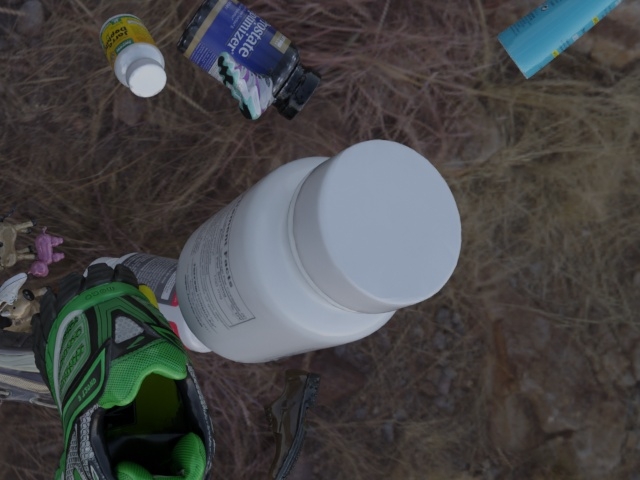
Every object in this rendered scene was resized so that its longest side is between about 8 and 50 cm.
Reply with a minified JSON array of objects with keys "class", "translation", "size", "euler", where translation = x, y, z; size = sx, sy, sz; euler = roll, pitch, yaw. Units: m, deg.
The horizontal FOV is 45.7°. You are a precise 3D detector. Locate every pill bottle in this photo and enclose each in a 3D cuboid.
[{"class":"pill bottle","translation":[-0.111,-0.295,1.232],"size":[0.219,0.123,0.123],"euler":[34,74,-13]},{"class":"pill bottle","translation":[-0.347,0.120,1.600],"size":[0.176,0.318,0.177],"euler":[-25,119,-56]},{"class":"pill bottle","translation":[-0.010,0.013,0.545],"size":[0.131,0.229,0.131],"euler":[8,73,-27]},{"class":"pill bottle","translation":[-0.431,-0.425,1.762],"size":[0.117,0.208,0.118],"euler":[-20,141,-17]}]

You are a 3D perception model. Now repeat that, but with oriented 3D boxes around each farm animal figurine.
[{"class":"farm animal figurine","translation":[-0.712,0.139,1.797],"size":[0.172,0.330,0.327],"euler":[-15,142,-51]}]

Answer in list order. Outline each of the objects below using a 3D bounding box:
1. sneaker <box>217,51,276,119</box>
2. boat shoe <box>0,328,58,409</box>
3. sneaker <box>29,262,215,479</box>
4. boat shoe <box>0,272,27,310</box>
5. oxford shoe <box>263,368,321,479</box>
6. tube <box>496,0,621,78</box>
[{"class":"sneaker","translation":[-0.092,-0.219,1.018],"size":[0.069,0.038,0.098],"euler":[-41,122,-25]},{"class":"boat shoe","translation":[-0.526,0.211,1.208],"size":[0.355,0.132,0.130],"euler":[8,100,-2]},{"class":"sneaker","translation":[-0.154,0.198,0.634],"size":[0.134,0.146,0.344],"euler":[-21,125,-25]},{"class":"boat shoe","translation":[-0.551,0.096,1.343],"size":[0.100,0.035,0.035],"euler":[-38,82,12]},{"class":"oxford shoe","translation":[-0.071,0.359,1.471],"size":[0.096,0.083,0.227],"euler":[13,65,6]},{"class":"tube","translation":[0.265,-0.236,0.710],"size":[0.207,0.080,0.052],"euler":[-36,95,20]}]
